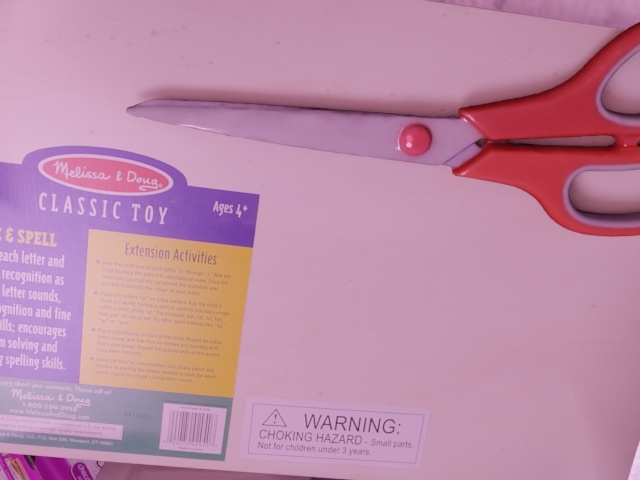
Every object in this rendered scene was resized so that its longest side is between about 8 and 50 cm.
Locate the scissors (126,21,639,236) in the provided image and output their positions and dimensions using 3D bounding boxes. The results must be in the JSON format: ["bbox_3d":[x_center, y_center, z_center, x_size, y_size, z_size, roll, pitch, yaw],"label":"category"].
[{"bbox_3d":[0.063,-0.039,0.379,0.297,0.021,0.109,-9,111,-4],"label":"scissors"}]

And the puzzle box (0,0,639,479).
[{"bbox_3d":[0.000,0.000,0.426,0.409,0.052,0.272,7,109,-7],"label":"puzzle box"}]

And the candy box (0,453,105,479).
[{"bbox_3d":[-0.220,0.182,0.629,0.233,0.071,0.159,-29,90,53],"label":"candy box"}]

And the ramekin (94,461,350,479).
[{"bbox_3d":[-0.042,0.244,0.506,0.127,0.273,0.272,-8,99,15],"label":"ramekin"}]
